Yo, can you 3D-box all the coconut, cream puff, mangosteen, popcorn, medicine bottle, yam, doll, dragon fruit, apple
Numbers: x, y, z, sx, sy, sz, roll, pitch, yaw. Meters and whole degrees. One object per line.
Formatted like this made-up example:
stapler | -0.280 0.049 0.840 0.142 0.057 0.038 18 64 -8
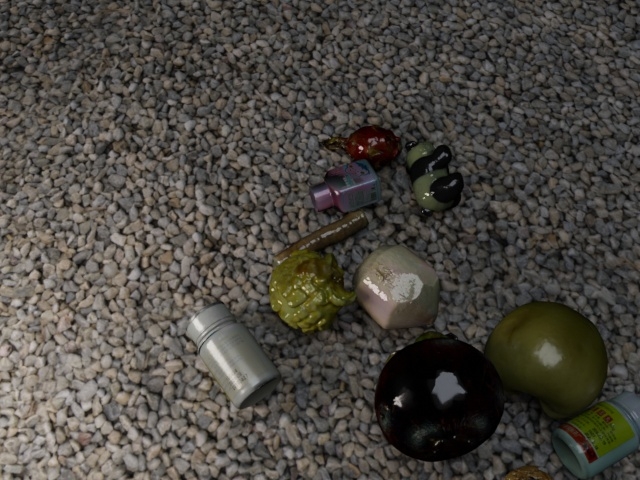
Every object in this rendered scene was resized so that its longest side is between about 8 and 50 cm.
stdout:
coconut | 0.209 0.129 1.938 0.224 0.224 0.234 -39 59 -17
cream puff | 0.505 0.601 1.784 0.133 0.104 0.119 30 75 14
mangosteen | 0.277 0.368 1.784 0.330 0.330 0.329 0 65 -1
popcorn | -0.019 0.125 1.934 0.217 0.181 0.235 -24 42 31
medicine bottle | 0.067 -0.146 2.114 0.188 0.094 0.119 -19 44 -8
yam | 0.000 0.000 2.077 0.300 0.066 0.066 -29 69 -12
doll | 0.321 -0.186 2.125 0.135 0.143 0.234 -15 66 -1
medicine bottle | 0.693 0.475 1.821 0.226 0.139 0.139 -26 68 -12
medicine bottle | -0.225 0.289 1.895 0.143 0.143 0.258 -33 71 -15
dragon fruit | 0.116 -0.280 2.190 0.246 0.125 0.125 11 84 21
apple | 0.570 0.285 1.856 0.295 0.233 0.257 27 70 11
